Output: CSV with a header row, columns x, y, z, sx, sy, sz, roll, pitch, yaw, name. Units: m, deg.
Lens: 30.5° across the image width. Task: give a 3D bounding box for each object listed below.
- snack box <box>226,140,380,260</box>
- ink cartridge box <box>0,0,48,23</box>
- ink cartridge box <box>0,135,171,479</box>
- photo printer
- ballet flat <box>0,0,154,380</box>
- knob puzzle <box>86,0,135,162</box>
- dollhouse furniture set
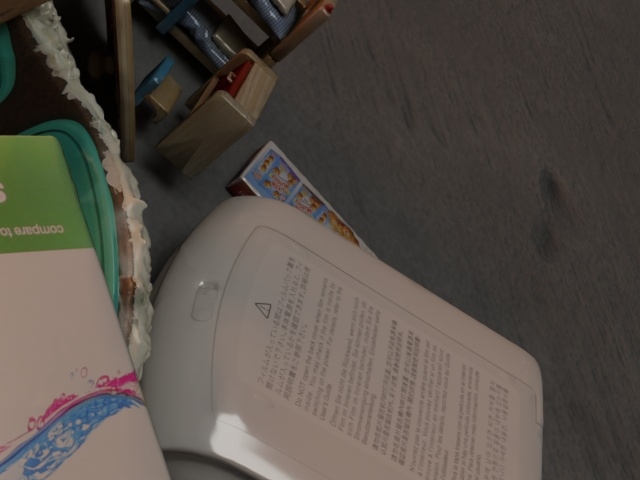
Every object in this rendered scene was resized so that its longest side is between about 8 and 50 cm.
x,y,z,sx,sy,sz,roll,pitch,yaw,name
0.000,0.000,0.981,0.178,0.022,0.064,48,40,-11,snack box
-0.281,-0.211,0.677,0.193,0.088,0.234,-35,74,-22,ink cartridge box
-0.180,0.117,0.558,0.117,0.201,0.278,-4,67,-47,ink cartridge box
0.011,0.120,0.817,0.307,0.107,0.256,31,41,-18,photo printer
-0.179,-0.057,0.748,0.147,0.147,0.408,1,62,-47,ballet flat
-0.153,-0.152,0.831,0.030,0.213,0.213,-5,63,-12,knob puzzle
-0.082,-0.170,0.910,0.129,0.129,0.183,43,32,-17,dollhouse furniture set
